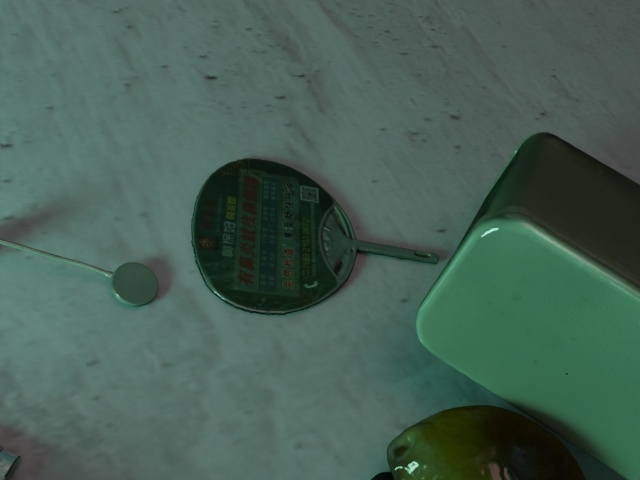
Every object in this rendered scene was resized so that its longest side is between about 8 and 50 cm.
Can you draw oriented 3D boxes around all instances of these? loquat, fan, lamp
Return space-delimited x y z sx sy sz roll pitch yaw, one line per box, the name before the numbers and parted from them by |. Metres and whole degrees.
loquat | 0.152 0.229 0.678 0.195 0.152 0.152 30 49 -11
fan | -0.024 -0.022 0.891 0.294 0.012 0.223 -17 60 -30
lamp | -0.267 0.028 0.754 0.198 0.056 0.050 22 48 -18

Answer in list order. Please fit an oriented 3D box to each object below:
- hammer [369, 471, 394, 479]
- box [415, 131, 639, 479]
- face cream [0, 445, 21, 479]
hammer | 0.063 0.343 0.629 0.111 0.033 0.288 8 52 -14
box | 0.316 0.061 0.796 0.351 0.177 0.344 32 30 6
face cream | -0.315 0.174 0.625 0.115 0.020 0.038 24 50 2
